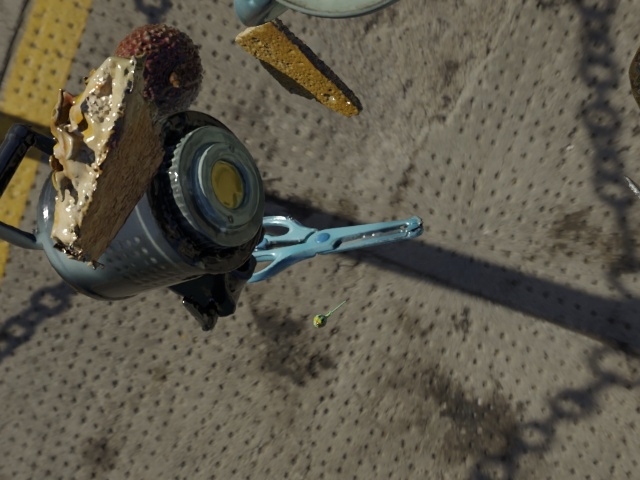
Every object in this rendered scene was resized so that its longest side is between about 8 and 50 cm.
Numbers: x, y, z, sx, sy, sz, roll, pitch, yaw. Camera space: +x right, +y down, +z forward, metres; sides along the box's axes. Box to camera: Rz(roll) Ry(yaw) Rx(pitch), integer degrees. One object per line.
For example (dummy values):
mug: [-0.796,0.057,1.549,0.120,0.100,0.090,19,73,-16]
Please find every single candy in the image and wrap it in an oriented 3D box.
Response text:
candy: [0.019,0.134,1.676,0.025,0.023,0.083,47,60,9]

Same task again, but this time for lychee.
lychee: [-0.280,-0.295,1.568,0.197,0.165,0.165,18,93,49]

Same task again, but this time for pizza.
pizza: [-0.174,-0.060,0.687,0.069,0.226,0.147,27,82,0]

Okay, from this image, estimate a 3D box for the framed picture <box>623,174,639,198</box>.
framed picture: [0.636,0.034,1.462,0.014,0.339,0.255,-44,47,21]

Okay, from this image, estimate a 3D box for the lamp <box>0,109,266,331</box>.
lamp: [-0.212,-0.048,1.126,0.374,0.272,0.205,31,51,-20]

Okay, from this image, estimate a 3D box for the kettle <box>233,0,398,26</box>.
kettle: [0.011,-0.373,1.043,0.319,0.342,0.247,-42,99,18]

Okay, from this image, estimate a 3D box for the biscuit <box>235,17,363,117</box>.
biscuit: [-0.035,-0.299,1.599,0.237,0.131,0.026,41,67,-23]

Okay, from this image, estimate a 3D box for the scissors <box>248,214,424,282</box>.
scissors: [0.000,0.000,1.675,0.393,0.180,0.032,-8,129,14]

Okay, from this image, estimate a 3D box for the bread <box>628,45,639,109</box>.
bread: [0.559,-0.249,1.355,0.163,0.204,0.262,11,97,-10]
